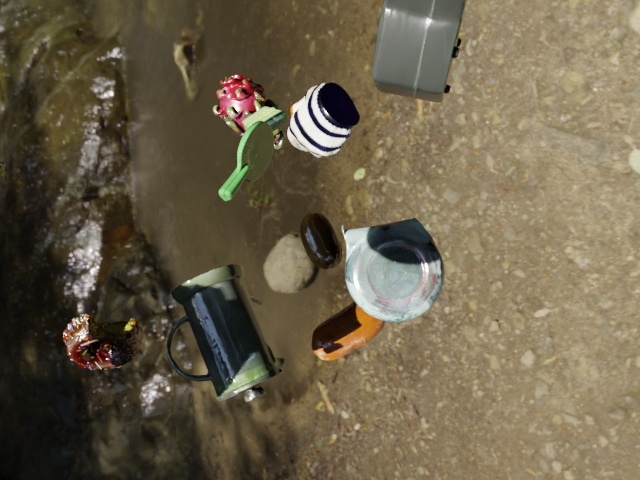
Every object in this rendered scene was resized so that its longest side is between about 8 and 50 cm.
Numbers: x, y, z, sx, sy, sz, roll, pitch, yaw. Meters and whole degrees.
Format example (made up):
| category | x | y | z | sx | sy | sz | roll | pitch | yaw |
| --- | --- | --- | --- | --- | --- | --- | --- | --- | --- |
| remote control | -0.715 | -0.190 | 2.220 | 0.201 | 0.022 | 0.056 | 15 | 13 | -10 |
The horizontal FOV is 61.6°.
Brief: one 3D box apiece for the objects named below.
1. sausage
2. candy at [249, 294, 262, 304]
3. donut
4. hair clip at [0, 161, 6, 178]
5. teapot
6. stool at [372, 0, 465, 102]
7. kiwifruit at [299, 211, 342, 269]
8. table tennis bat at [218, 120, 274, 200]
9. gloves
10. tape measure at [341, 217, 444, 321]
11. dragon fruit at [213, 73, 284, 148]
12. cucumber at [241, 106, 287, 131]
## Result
| category | x | y | z | sx | sy | sz | roll | pitch | yaw |
| --- | --- | --- | --- | --- | --- | --- | --- | --- | --- |
| sausage | 0.089 | 0.281 | 1.691 | 0.133 | 0.258 | 0.133 | 58 | 174 | 10 |
| candy | -0.271 | 0.194 | 1.891 | 0.077 | 0.262 | 0.073 | 3 | 73 | 25 |
| donut | -0.662 | 0.315 | 1.633 | 0.216 | 0.230 | 0.096 | -44 | 44 | 24 |
| hair clip | -0.783 | -0.106 | 1.250 | 0.188 | 0.033 | 0.060 | -58 | 18 | 4 |
| teapot | -0.257 | 0.260 | 1.385 | 0.337 | 0.270 | 0.200 | 65 | 158 | 11 |
| stool | 0.179 | -0.362 | 0.945 | 0.141 | 0.232 | 0.232 | 13 | 108 | 10 |
| kiwifruit | 0.000 | 0.000 | 1.118 | 0.075 | 0.075 | 0.125 | -26 | 86 | 51 |
| table tennis bat | -0.191 | -0.205 | 1.418 | 0.039 | 0.257 | 0.160 | 16 | 147 | 21 |
| gloves | -0.006 | -0.228 | 1.111 | 0.218 | 0.140 | 0.131 | -38 | 22 | 57 |
| tape measure | 0.191 | 0.073 | 1.410 | 0.147 | 0.256 | 0.275 | -14 | -86 | -86 |
| dragon fruit | -0.240 | -0.458 | 1.892 | 0.218 | 0.272 | 0.199 | 10 | 82 | 51 |
| cucumber | -0.170 | -0.353 | 1.629 | 0.116 | 0.115 | 0.062 | 40 | 159 | 54 |
